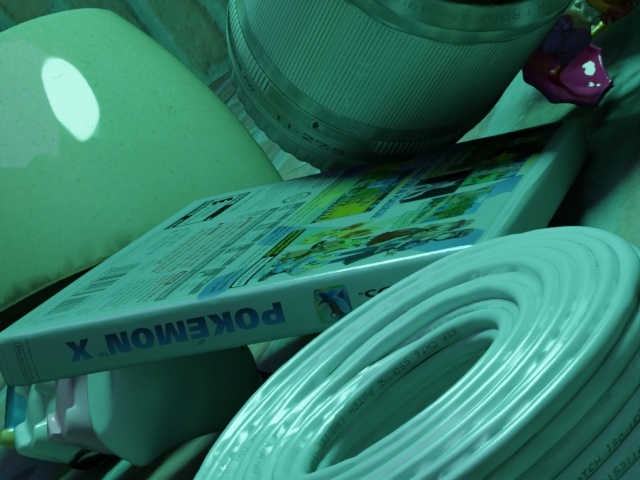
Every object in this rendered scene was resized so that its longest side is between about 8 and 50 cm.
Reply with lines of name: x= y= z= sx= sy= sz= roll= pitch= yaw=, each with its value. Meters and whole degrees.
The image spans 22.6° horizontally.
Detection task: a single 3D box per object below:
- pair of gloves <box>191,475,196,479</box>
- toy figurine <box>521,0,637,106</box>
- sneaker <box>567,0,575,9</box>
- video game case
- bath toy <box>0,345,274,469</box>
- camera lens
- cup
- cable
pair of gloves: x=-0.054 y=0.156 z=0.919 sx=0.159 sy=0.023 sz=0.198 roll=-41 pitch=9 yaw=-14
toy figurine: x=0.211 y=-0.171 z=1.188 sx=0.159 sy=0.130 sz=0.173 roll=-47 pitch=-18 yaw=11
sneaker: x=0.133 y=-0.181 z=1.509 sx=0.296 sy=0.104 sz=0.147 roll=-37 pitch=12 yaw=31
video game case: x=0.000 y=0.000 z=1.006 sx=0.300 sy=0.036 sz=0.329 roll=-11 pitch=11 yaw=20
bath toy: x=-0.137 y=0.096 z=1.180 sx=0.129 sy=0.151 sz=0.348 roll=5 pitch=-7 yaw=-23
camera lens: x=0.057 y=-0.190 z=1.125 sx=0.219 sy=0.219 sz=0.274 roll=-43 pitch=-7 yaw=-26
cup: x=-0.212 y=-0.062 z=1.419 sx=0.331 sy=0.237 sz=0.331 roll=-23 pitch=-8 yaw=-4
cable: x=0.053 y=0.090 z=0.701 sx=0.257 sy=0.089 sz=0.257 roll=-27 pitch=15 yaw=39
